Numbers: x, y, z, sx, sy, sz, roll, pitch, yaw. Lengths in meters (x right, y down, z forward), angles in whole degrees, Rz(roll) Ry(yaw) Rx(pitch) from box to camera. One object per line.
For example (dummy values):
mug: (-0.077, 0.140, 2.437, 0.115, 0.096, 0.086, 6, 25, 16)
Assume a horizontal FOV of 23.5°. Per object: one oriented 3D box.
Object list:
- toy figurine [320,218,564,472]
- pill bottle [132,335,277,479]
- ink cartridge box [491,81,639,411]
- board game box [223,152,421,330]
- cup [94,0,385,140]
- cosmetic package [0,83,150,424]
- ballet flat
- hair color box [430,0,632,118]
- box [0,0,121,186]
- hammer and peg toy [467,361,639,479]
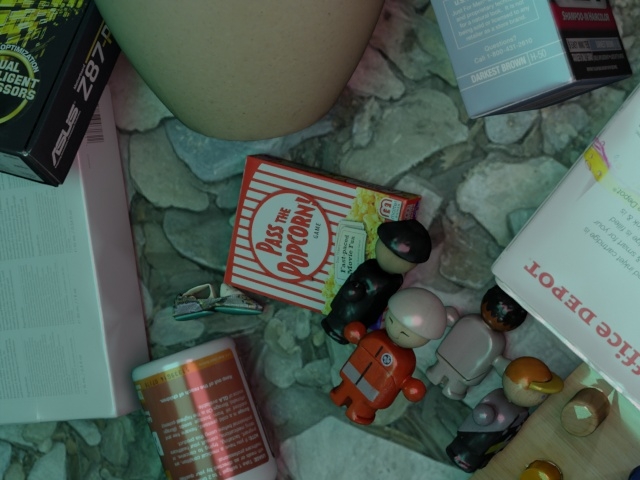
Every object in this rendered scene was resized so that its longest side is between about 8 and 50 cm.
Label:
toy figurine: (0.118, 0.099, 1.507, 0.209, 0.213, 0.148, 27, 113, -16)
pill bottle: (-0.119, 0.223, 1.692, 0.121, 0.121, 0.216, -20, 87, 26)
ink cartridge box: (0.345, -0.019, 1.436, 0.226, 0.131, 0.306, 44, 114, 14)
board game box: (0.000, 0.000, 1.650, 0.193, 0.045, 0.147, 16, 103, 23)
cup: (-0.075, -0.240, 1.534, 0.331, 0.331, 0.237, 12, 126, 24)
cosmetic package: (-0.358, 0.023, 1.795, 0.284, 0.097, 0.377, -6, 93, 24)
ballet flat: (-0.116, 0.067, 1.719, 0.114, 0.041, 0.041, -6, 94, 25)
hair color box: (0.164, -0.312, 1.454, 0.113, 0.185, 0.374, -19, 88, 28)
box: (-0.404, -0.253, 1.713, 0.395, 0.097, 0.318, 15, 72, 24)
hammer and peg toy: (0.317, 0.313, 1.492, 0.361, 0.127, 0.266, 44, 114, 11)
